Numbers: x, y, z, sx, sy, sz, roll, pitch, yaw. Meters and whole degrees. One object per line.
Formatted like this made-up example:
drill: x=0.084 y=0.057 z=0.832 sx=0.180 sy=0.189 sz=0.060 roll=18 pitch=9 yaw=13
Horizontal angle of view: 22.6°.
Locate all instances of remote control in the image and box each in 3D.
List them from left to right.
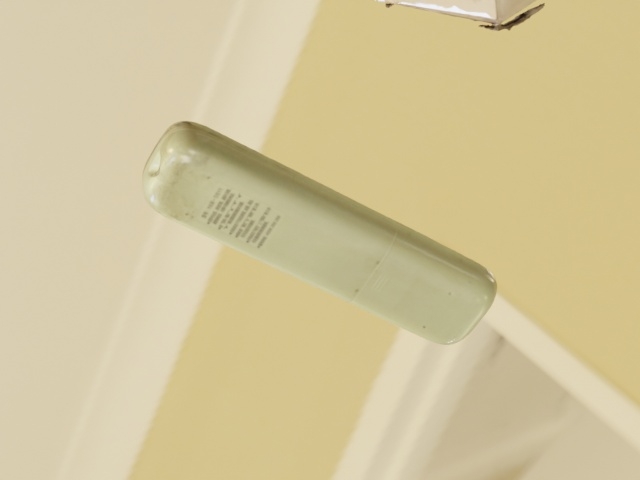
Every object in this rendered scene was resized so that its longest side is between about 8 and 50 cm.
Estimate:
remote control: x=0.000 y=-0.001 z=1.308 sx=0.090 sy=0.309 sz=0.038 roll=-56 pitch=14 yaw=35

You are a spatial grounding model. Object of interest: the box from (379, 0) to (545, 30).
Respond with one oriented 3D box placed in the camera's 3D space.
box: x=0.096 y=-0.236 z=1.042 sx=0.251 sy=0.203 sz=0.106 roll=-34 pitch=-53 yaw=-41
